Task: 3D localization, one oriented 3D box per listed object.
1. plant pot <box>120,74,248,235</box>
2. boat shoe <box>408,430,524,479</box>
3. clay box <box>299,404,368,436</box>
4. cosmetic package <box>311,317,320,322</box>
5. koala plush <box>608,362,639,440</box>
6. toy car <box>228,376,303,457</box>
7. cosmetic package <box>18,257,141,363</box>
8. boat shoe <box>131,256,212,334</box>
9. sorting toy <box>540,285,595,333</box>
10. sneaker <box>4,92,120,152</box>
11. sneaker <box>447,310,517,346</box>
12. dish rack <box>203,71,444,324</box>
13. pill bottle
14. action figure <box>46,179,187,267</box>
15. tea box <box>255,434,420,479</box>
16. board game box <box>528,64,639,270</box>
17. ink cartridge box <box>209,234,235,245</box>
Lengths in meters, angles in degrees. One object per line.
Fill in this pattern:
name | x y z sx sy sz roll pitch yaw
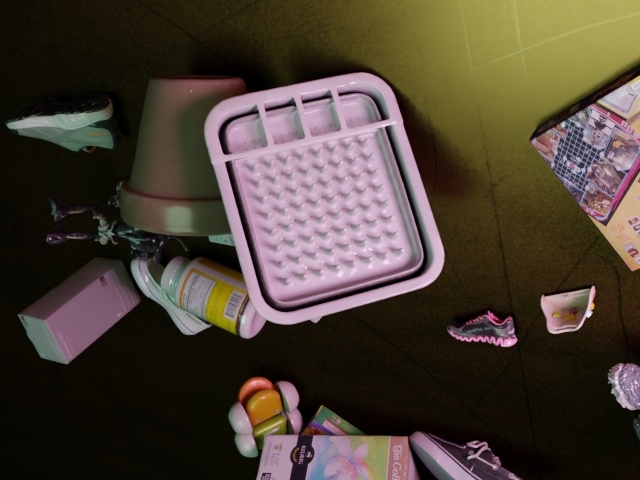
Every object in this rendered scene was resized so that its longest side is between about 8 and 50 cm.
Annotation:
plant pot | -0.198 -0.151 1.079 0.263 0.263 0.229 9 108 25
boat shoe | 0.310 0.452 1.291 0.306 0.105 0.113 25 149 47
clay box | 0.005 0.483 1.533 0.127 0.053 0.222 33 133 4
cosmetic package | 0.000 0.000 1.085 0.151 0.183 0.151 36 134 1
koala plush | 0.545 0.267 0.973 0.196 0.203 0.221 -12 104 36
toy car | -0.135 0.389 1.503 0.136 0.159 0.182 42 147 49
cosmetic package | -0.537 0.152 1.483 0.107 0.238 0.127 3 124 30
boat shoe | -0.316 0.111 1.442 0.076 0.083 0.226 -19 123 27
sorting toy | 0.382 0.114 1.017 0.083 0.075 0.045 -17 113 39
sneaker | -0.506 -0.218 1.289 0.272 0.100 0.108 5 130 28
sneaker | 0.277 0.145 1.133 0.119 0.047 0.057 4 105 27
dish rack | 0.002 -0.061 0.951 0.072 0.286 0.332 123 132 -74
pill bottle | -0.212 0.108 1.339 0.215 0.117 0.117 22 132 16
action figure | -0.400 -0.039 1.336 0.276 0.141 0.164 6 121 -5
tea box | 0.030 0.595 1.346 0.324 0.329 0.220 -4 134 15
board game box | 0.418 -0.088 0.868 0.243 0.042 0.165 49 133 -10
ink cartridge box | -0.154 -0.037 1.242 0.123 0.052 0.088 9 127 24
